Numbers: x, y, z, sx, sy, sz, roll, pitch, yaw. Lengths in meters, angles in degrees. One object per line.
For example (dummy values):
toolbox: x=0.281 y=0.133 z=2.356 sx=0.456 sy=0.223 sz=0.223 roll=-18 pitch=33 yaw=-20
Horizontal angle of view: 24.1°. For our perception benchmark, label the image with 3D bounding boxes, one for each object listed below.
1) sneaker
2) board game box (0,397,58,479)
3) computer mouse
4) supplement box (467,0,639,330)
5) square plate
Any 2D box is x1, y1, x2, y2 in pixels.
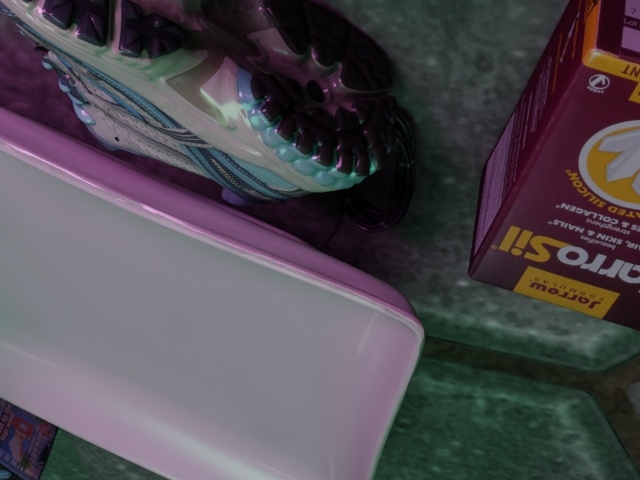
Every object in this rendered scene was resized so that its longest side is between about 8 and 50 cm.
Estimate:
sneaker: x=-0.101 y=-0.096 z=0.745 sx=0.283 sy=0.110 sz=0.122 roll=35 pitch=141 yaw=-25
board game box: x=-0.333 y=0.117 z=1.131 sx=0.194 sy=0.060 sz=0.194 roll=-7 pitch=137 yaw=26
computer mouse: x=0.000 y=0.000 z=0.899 sx=0.071 sy=0.041 sz=0.242 roll=31 pitch=136 yaw=-2
supplement box: x=0.152 y=-0.046 z=0.746 sx=0.104 sy=0.080 sz=0.188 roll=16 pitch=143 yaw=-3
square plate: x=-0.110 y=0.051 z=0.925 sx=0.344 sy=0.049 sz=0.347 roll=23 pitch=149 yaw=8
